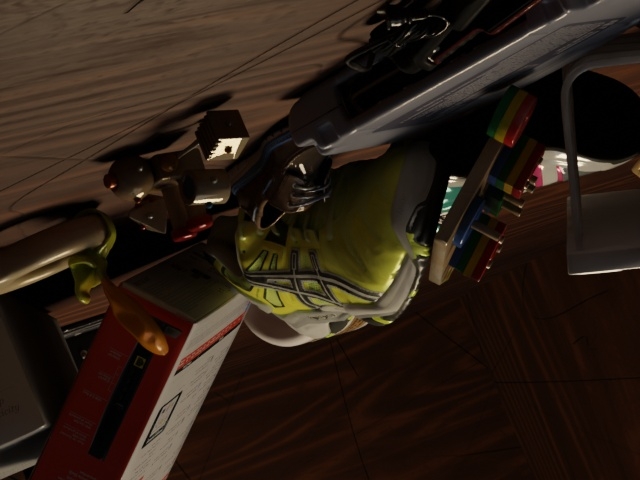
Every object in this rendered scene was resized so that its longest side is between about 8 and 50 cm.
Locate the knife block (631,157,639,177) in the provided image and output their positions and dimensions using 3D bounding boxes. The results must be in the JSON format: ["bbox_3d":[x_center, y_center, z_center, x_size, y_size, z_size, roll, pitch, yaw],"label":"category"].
[{"bbox_3d":[0.438,-0.138,1.931,0.276,0.088,0.242,-50,171,1],"label":"knife block"}]

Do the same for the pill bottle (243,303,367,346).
[{"bbox_3d":[0.008,0.050,2.259,0.131,0.131,0.229,-26,172,29],"label":"pill bottle"}]

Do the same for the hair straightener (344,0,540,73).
[{"bbox_3d":[0.076,-0.162,1.298,0.089,0.047,0.230,4,168,-24],"label":"hair straightener"}]

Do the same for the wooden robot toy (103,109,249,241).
[{"bbox_3d":[-0.124,-0.042,1.433,0.079,0.076,0.173,-4,163,-34],"label":"wooden robot toy"}]

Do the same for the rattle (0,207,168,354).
[{"bbox_3d":[-0.251,0.063,1.563,0.199,0.143,0.130,-25,-166,-32],"label":"rattle"}]

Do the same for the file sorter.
[{"bbox_3d":[0.303,-0.089,1.617,0.192,0.173,0.278,-5,-170,9],"label":"file sorter"}]

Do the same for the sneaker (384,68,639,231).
[{"bbox_3d":[0.174,-0.074,1.848,0.295,0.124,0.178,-9,162,-31],"label":"sneaker"}]

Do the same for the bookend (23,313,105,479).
[{"bbox_3d":[-0.300,0.187,2.238,0.156,0.157,0.072,-17,172,-31],"label":"bookend"}]

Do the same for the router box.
[{"bbox_3d":[-0.183,0.168,1.868,0.301,0.082,0.335,-64,175,9],"label":"router box"}]

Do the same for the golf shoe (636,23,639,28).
[{"bbox_3d":[0.320,-0.200,1.565,0.198,0.077,0.094,-17,171,-31],"label":"golf shoe"}]

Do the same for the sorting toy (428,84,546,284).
[{"bbox_3d":[0.145,-0.026,1.603,0.132,0.046,0.274,-60,171,-14],"label":"sorting toy"}]

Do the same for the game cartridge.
[{"bbox_3d":[0.136,-0.151,1.464,0.294,0.060,0.196,-27,168,37],"label":"game cartridge"}]

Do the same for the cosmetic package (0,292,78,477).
[{"bbox_3d":[-0.363,0.165,1.877,0.217,0.156,0.385,-23,174,0],"label":"cosmetic package"}]

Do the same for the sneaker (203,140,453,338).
[{"bbox_3d":[0.000,0.000,1.723,0.147,0.145,0.384,23,156,-14],"label":"sneaker"}]

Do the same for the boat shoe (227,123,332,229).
[{"bbox_3d":[-0.019,-0.059,1.611,0.066,0.066,0.183,-19,172,-27],"label":"boat shoe"}]
